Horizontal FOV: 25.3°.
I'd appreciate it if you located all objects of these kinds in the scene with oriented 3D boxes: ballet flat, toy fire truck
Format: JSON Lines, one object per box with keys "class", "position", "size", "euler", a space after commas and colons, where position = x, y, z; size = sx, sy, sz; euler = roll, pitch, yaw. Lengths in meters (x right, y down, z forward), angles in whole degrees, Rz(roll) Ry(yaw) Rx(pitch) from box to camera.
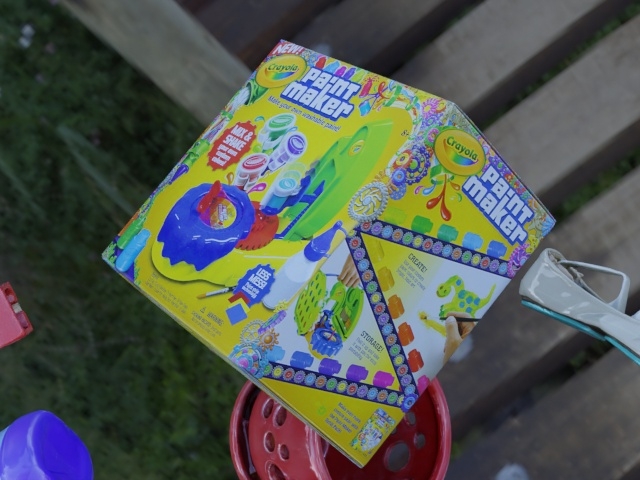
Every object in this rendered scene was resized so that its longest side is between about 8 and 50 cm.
{"class": "ballet flat", "position": [0.310, 0.078, 1.462], "size": [0.248, 0.086, 0.086], "euler": [31, 79, 38]}
{"class": "toy fire truck", "position": [-0.319, 0.085, 1.221], "size": [0.135, 0.047, 0.192], "euler": [-29, 6, -12]}

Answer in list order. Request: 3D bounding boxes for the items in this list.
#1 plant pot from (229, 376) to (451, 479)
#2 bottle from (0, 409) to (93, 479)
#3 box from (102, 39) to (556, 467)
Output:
{"class": "plant pot", "position": [0.010, 0.200, 1.474], "size": [0.174, 0.191, 0.191], "euler": [-10, 50, 47]}
{"class": "bottle", "position": [-0.335, 0.267, 1.284], "size": [0.283, 0.092, 0.118], "euler": [-35, 24, 14]}
{"class": "box", "position": [0.000, 0.000, 1.297], "size": [0.279, 0.177, 0.290], "euler": [-51, 35, -7]}
